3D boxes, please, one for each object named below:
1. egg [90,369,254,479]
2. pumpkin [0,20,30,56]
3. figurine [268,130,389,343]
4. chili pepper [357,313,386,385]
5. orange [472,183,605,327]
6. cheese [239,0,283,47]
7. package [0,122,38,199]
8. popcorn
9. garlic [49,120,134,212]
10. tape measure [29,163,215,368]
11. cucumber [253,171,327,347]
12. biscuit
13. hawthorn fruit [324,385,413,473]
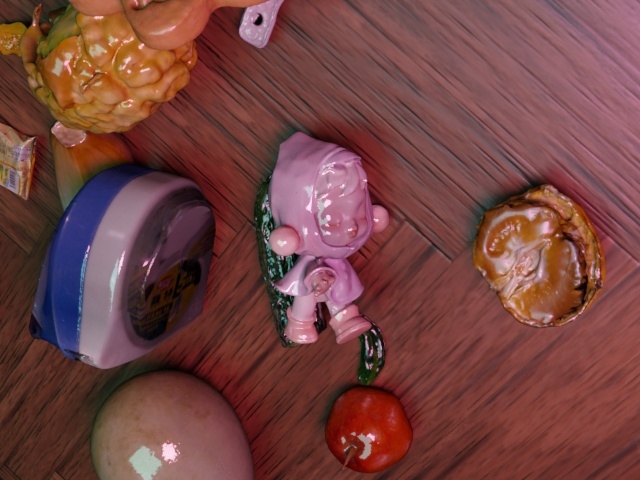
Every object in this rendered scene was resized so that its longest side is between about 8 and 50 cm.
[{"bbox_3d":[-0.211,0.331,1.319,0.218,0.218,0.295,-26,106,28],"label":"egg"},{"bbox_3d":[-0.442,-0.297,1.287,0.083,0.028,0.050,11,112,28],"label":"pumpkin"},{"bbox_3d":[0.000,-0.001,1.133,0.133,0.200,0.276,12,108,46],"label":"figurine"},{"bbox_3d":[0.063,0.149,1.241,0.055,0.035,0.118,-18,106,10],"label":"chili pepper"},{"bbox_3d":[0.268,0.020,1.065,0.160,0.112,0.170,10,89,31],"label":"orange"},{"bbox_3d":[-0.049,-0.353,1.090,0.127,0.050,0.235,31,117,8],"label":"cheese"},{"bbox_3d":[-0.489,-0.130,1.369,0.120,0.031,0.108,25,116,18],"label":"package"},{"bbox_3d":[-0.262,-0.243,1.124,0.250,0.250,0.190,-10,121,25],"label":"popcorn"},{"bbox_3d":[-0.328,-0.090,1.275,0.115,0.128,0.207,-7,117,-21],"label":"garlic"},{"bbox_3d":[-0.251,0.029,1.207,0.138,0.259,0.262,22,112,13],"label":"tape measure"},{"bbox_3d":[-0.048,0.033,1.226,0.077,0.077,0.265,-7,104,25],"label":"cucumber"},{"bbox_3d":[-0.180,-0.364,1.017,0.275,0.052,0.355,-26,57,-3],"label":"biscuit"},{"bbox_3d":[0.065,0.266,1.239,0.125,0.140,0.125,-6,74,21],"label":"hawthorn fruit"}]
